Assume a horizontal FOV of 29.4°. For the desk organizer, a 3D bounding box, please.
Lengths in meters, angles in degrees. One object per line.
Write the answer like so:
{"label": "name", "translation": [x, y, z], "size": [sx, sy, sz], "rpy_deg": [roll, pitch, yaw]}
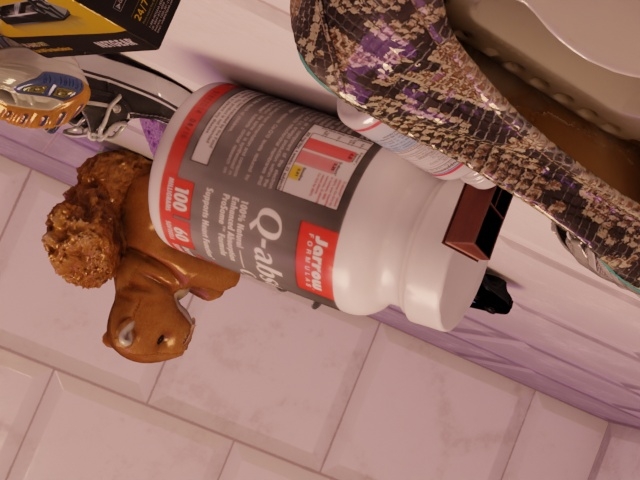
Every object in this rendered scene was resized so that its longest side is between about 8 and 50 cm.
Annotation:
{"label": "desk organizer", "translation": [0.167, -0.047, 1.152], "size": [0.047, 0.130, 0.050], "rpy_deg": [26, 170, -26]}

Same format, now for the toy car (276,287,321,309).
{"label": "toy car", "translation": [0.000, 0.000, 1.759], "size": [0.149, 0.188, 0.155], "rpy_deg": [14, 169, 47]}

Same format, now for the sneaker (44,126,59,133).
{"label": "sneaker", "translation": [-0.499, -0.236, 2.141], "size": [0.058, 0.052, 0.135], "rpy_deg": [30, 170, 28]}

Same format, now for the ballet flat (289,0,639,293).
{"label": "ballet flat", "translation": [0.207, -0.075, 0.821], "size": [0.483, 0.164, 0.182], "rpy_deg": [28, 151, -26]}

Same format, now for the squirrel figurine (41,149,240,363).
{"label": "squirrel figurine", "translation": [-0.359, 0.036, 2.375], "size": [0.397, 0.370, 0.281], "rpy_deg": [25, 173, -20]}

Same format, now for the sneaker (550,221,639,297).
{"label": "sneaker", "translation": [0.291, -0.001, 1.209], "size": [0.115, 0.105, 0.281], "rpy_deg": [22, 173, 2]}

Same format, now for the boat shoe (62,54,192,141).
{"label": "boat shoe", "translation": [-0.291, -0.180, 1.558], "size": [0.306, 0.105, 0.113], "rpy_deg": [17, 176, -42]}

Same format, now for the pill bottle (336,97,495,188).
{"label": "pill bottle", "translation": [0.100, -0.107, 1.082], "size": [0.160, 0.087, 0.087], "rpy_deg": [26, 172, -31]}

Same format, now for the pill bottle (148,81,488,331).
{"label": "pill bottle", "translation": [0.005, -0.037, 1.394], "size": [0.363, 0.210, 0.210], "rpy_deg": [19, 172, 21]}

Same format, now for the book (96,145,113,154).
{"label": "book", "translation": [-0.432, -0.106, 2.465], "size": [0.096, 0.144, 0.035], "rpy_deg": [27, 171, -37]}

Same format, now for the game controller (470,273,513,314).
{"label": "game controller", "translation": [0.192, 0.062, 2.122], "size": [0.166, 0.067, 0.319], "rpy_deg": [27, 171, -31]}

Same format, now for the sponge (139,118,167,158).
{"label": "sponge", "translation": [-0.195, -0.118, 1.850], "size": [0.210, 0.031, 0.117], "rpy_deg": [34, -151, -60]}

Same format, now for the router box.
{"label": "router box", "translation": [-0.298, -0.264, 1.153], "size": [0.243, 0.081, 0.309], "rpy_deg": [27, 171, -30]}

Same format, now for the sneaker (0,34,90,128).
{"label": "sneaker", "translation": [-0.396, -0.210, 1.339], "size": [0.296, 0.112, 0.131], "rpy_deg": [12, -132, -51]}
